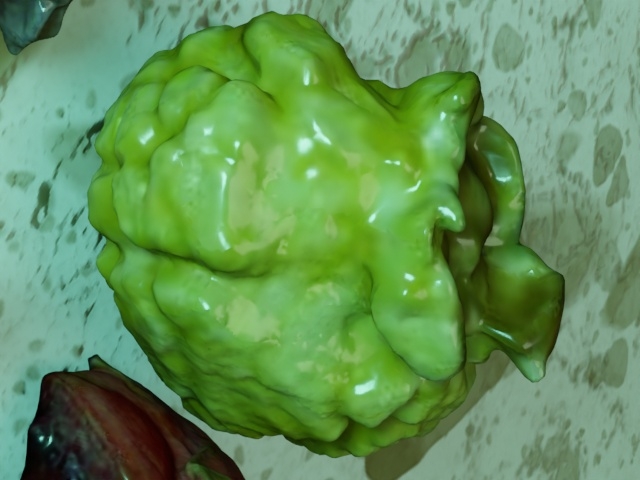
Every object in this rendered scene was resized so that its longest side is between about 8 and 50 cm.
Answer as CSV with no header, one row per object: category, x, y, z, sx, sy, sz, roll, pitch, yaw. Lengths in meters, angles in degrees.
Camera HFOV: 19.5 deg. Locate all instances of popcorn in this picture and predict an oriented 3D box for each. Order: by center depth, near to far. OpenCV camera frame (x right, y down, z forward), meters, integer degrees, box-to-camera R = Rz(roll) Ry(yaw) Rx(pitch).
popcorn,0.000,0.000,1.020,0.224,0.270,0.258,-60,-174,-17

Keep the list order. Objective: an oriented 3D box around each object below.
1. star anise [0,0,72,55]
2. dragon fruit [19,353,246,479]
star anise,-0.128,-0.197,0.913,0.197,0.073,0.212,-21,120,-47
dragon fruit,-0.028,0.239,1.056,0.329,0.228,0.286,22,81,-52
